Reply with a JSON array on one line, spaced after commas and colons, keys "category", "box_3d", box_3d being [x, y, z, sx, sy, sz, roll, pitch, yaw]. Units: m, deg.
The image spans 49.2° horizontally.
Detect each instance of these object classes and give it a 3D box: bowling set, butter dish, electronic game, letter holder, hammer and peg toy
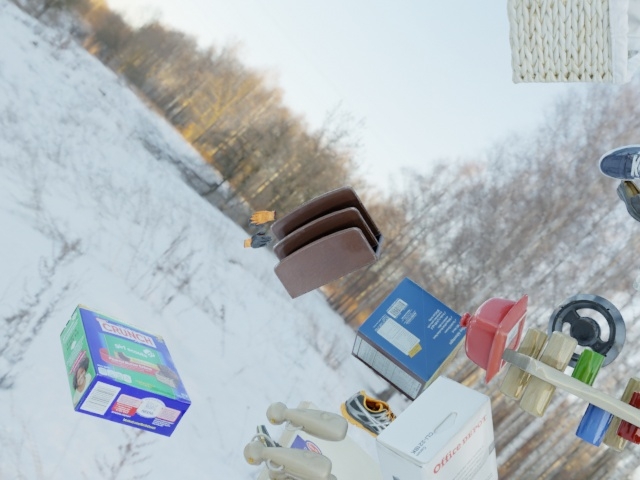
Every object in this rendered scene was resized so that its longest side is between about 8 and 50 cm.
[{"category": "bowling set", "box_3d": [-0.061, 0.432, 1.202, 0.154, 0.200, 0.287, 10, 19, 14]}, {"category": "butter dish", "box_3d": [0.346, 0.186, 1.447, 0.118, 0.160, 0.160, 24, -52, 29]}, {"category": "electronic game", "box_3d": [0.789, 0.272, 2.081, 0.048, 0.229, 0.229, 19, 21, -48]}, {"category": "letter holder", "box_3d": [0.000, 0.000, 2.058, 0.214, 0.302, 0.152, 57, 24, -16]}, {"category": "hammer and peg toy", "box_3d": [0.459, 0.256, 1.049, 0.361, 0.127, 0.266, 26, -2, 8]}]

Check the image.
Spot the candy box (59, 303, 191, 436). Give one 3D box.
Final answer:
[{"category": "candy box", "box_3d": [-0.501, 0.327, 1.777, 0.268, 0.122, 0.317, 29, 9, -36]}]

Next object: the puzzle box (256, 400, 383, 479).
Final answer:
[{"category": "puzzle box", "box_3d": [0.019, 0.694, 2.040, 0.052, 0.272, 0.409, -9, -51, 49]}]

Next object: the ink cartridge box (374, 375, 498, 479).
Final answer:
[{"category": "ink cartridge box", "box_3d": [0.218, 0.414, 1.262, 0.114, 0.197, 0.273, 20, -47, 42]}]

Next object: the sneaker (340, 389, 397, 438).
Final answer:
[{"category": "sneaker", "box_3d": [0.156, 0.454, 1.776, 0.215, 0.083, 0.084, 30, 24, -15]}]

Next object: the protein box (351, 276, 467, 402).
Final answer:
[{"category": "protein box", "box_3d": [0.218, 0.238, 1.679, 0.201, 0.200, 0.136, 36, -30, 18]}]

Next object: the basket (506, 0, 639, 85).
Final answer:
[{"category": "basket", "box_3d": [0.597, -0.555, 1.594, 0.266, 0.328, 0.331, 6, -57, 32]}]

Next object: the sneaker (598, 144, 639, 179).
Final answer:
[{"category": "sneaker", "box_3d": [0.887, -0.191, 1.857, 0.153, 0.282, 0.099, -37, 128, -59]}]

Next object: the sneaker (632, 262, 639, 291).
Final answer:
[{"category": "sneaker", "box_3d": [0.855, 0.068, 1.727, 0.115, 0.232, 0.090, 28, -48, 41]}]

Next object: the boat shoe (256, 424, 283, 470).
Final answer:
[{"category": "boat shoe", "box_3d": [-0.104, 0.487, 1.588, 0.056, 0.049, 0.152, 103, -33, -57]}]

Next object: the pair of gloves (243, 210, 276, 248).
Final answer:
[{"category": "pair of gloves", "box_3d": [-0.125, -0.023, 1.439, 0.074, 0.083, 0.010, -8, -25, 35]}]

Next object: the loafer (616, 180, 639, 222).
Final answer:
[{"category": "loafer", "box_3d": [0.950, -0.119, 2.104, 0.061, 0.062, 0.170, 67, -2, -54]}]
